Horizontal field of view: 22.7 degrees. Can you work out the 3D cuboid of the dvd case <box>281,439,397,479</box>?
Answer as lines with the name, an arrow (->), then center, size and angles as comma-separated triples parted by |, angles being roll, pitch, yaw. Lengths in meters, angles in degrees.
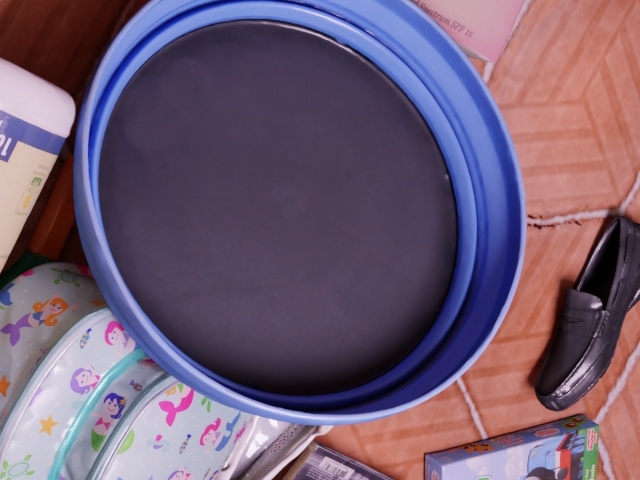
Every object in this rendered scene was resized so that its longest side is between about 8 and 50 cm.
dvd case -> -0.014, 0.317, 1.609 | 0.164, 0.018, 0.221 | 31, 99, -36

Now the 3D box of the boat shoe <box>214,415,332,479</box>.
boat shoe -> -0.015, 0.147, 1.532 | 0.277, 0.096, 0.098 | -51, 124, -7

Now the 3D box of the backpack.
backpack -> -0.190, 0.142, 1.331 | 0.225, 0.191, 0.253 | -58, 144, 0

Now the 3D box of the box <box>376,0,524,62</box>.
box -> 0.124, -0.301, 1.456 | 0.149, 0.127, 0.232 | 23, 93, -34

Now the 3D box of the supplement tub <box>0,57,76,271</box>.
supplement tub -> -0.348, -0.015, 1.200 | 0.228, 0.228, 0.316 | 26, 91, -34

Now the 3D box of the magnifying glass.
magnifying glass -> -0.255, 0.034, 1.398 | 0.092, 0.026, 0.231 | 23, 95, -34

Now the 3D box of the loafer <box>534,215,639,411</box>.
loafer -> 0.287, 0.077, 1.710 | 0.078, 0.076, 0.223 | 36, 81, -29

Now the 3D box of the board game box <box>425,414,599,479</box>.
board game box -> 0.209, 0.290, 1.748 | 0.212, 0.039, 0.160 | -10, 110, -28

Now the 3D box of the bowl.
bowl -> -0.017, -0.038, 1.300 | 0.391, 0.077, 0.391 | 8, 71, -24
